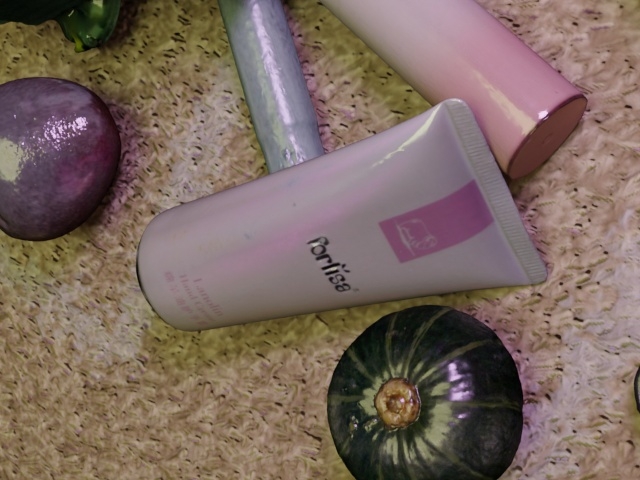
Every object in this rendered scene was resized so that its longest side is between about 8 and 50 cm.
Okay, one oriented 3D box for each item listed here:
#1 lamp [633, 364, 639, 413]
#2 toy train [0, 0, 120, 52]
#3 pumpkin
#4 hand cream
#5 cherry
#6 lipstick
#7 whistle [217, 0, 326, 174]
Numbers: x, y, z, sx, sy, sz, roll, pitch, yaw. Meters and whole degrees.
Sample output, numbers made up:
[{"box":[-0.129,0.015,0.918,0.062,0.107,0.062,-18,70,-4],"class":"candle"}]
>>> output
[{"box":[0.390,0.046,0.663,0.371,0.108,0.130,-51,46,34],"class":"lamp"},{"box":[-0.221,-0.342,0.911,0.442,0.179,0.273,-6,85,49],"class":"toy train"},{"box":[0.085,0.135,0.814,0.167,0.125,0.167,1,92,29],"class":"pumpkin"},{"box":[0.000,0.000,0.863,0.358,0.118,0.186,-13,120,32],"class":"hand cream"},{"box":[-0.292,-0.092,1.031,0.176,0.140,0.176,-1,83,9],"class":"cherry"},{"box":[0.074,-0.190,0.826,0.327,0.087,0.087,47,115,21],"class":"lipstick"},{"box":[-0.062,-0.207,0.925,0.062,0.062,0.312,-20,82,31],"class":"whistle"}]
